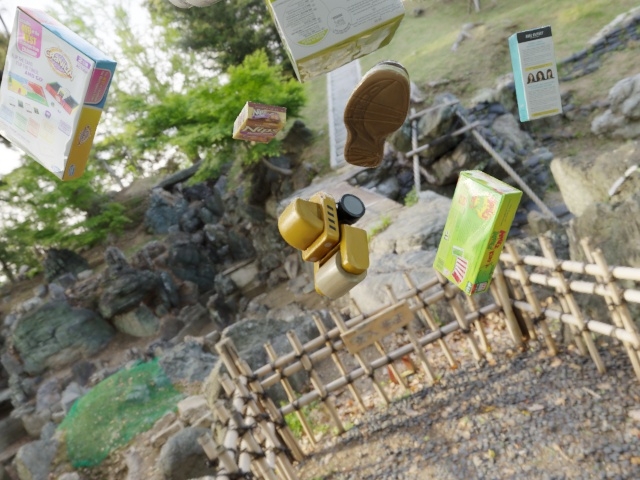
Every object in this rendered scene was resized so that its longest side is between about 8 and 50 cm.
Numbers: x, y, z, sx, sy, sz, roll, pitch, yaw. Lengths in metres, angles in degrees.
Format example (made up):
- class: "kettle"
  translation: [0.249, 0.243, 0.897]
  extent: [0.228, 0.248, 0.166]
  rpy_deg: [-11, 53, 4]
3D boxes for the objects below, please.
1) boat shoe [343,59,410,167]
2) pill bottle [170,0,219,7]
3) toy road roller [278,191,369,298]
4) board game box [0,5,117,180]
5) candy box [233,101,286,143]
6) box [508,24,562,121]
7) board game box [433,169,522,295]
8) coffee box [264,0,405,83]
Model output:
- class: "boat shoe"
  translation: [0.117, -0.281, 1.016]
  extent: [0.123, 0.123, 0.342]
  rpy_deg: [11, -18, 3]
- class: "pill bottle"
  translation: [-0.273, -0.629, 1.125]
  extent: [0.229, 0.131, 0.131]
  rpy_deg: [8, 31, 44]
- class: "toy road roller"
  translation: [0.000, 0.000, 1.499]
  extent: [0.241, 0.329, 0.202]
  rpy_deg: [12, -35, -26]
- class: "board game box"
  translation: [-0.636, -0.339, 1.129]
  extent: [0.316, 0.242, 0.064]
  rpy_deg: [-58, -8, 26]
- class: "candy box"
  translation: [-0.176, -0.330, 1.353]
  extent: [0.109, 0.053, 0.187]
  rpy_deg: [4, -8, -21]
- class: "box"
  translation: [0.614, -0.472, 1.365]
  extent: [0.101, 0.244, 0.060]
  rpy_deg: [-12, 8, 2]
- class: "board game box"
  translation: [0.250, -0.013, 0.775]
  extent: [0.043, 0.181, 0.092]
  rpy_deg: [-10, 33, -30]
- class: "coffee box"
  translation: [0.019, -0.721, 1.445]
  extent: [0.338, 0.334, 0.337]
  rpy_deg: [-23, 8, 4]
